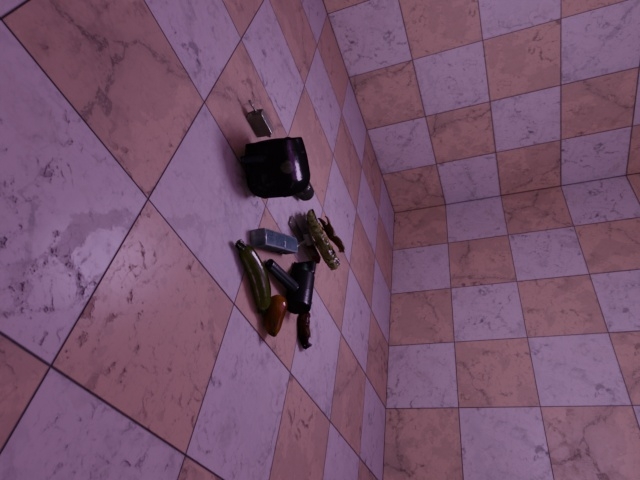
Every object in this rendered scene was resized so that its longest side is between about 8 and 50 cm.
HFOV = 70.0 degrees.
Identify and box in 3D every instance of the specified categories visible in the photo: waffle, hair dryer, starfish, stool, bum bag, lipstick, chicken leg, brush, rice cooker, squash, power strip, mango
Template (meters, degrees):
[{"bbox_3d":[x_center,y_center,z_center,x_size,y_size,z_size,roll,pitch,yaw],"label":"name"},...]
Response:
[{"bbox_3d":[0.000,0.000,2.226,0.317,0.073,0.297,64,-2,-19],"label":"waffle"},{"bbox_3d":[-0.091,0.010,2.136,0.124,0.038,0.063,-30,112,-36],"label":"hair dryer"},{"bbox_3d":[-0.130,0.137,1.943,0.302,0.116,0.244,52,32,-41],"label":"hair dryer"},{"bbox_3d":[0.052,-0.032,2.228,0.227,0.043,0.241,42,-21,42],"label":"starfish"},{"bbox_3d":[-0.083,-0.246,2.217,0.110,0.096,0.096,48,38,-62],"label":"stool"},{"bbox_3d":[-0.024,-0.079,2.401,0.109,0.026,0.159,-73,147,-48],"label":"bum bag"},{"bbox_3d":[-0.185,0.005,1.862,0.289,0.076,0.078,22,63,-67],"label":"lipstick"},{"bbox_3d":[-0.065,0.368,2.079,0.106,0.051,0.253,63,25,-54],"label":"chicken leg"},{"bbox_3d":[-0.070,0.005,2.217,0.321,0.050,0.060,61,32,-42],"label":"brush"},{"bbox_3d":[-0.171,-0.284,1.782,0.267,0.267,0.225,-46,131,-65],"label":"rice cooker"},{"bbox_3d":[-0.234,0.132,1.685,0.080,0.071,0.319,-54,131,-61],"label":"squash"},{"bbox_3d":[-0.256,-0.499,1.875,0.175,0.075,0.042,62,29,-43],"label":"power strip"},{"bbox_3d":[-0.180,0.289,1.763,0.105,0.084,0.159,99,8,-71],"label":"mango"}]
